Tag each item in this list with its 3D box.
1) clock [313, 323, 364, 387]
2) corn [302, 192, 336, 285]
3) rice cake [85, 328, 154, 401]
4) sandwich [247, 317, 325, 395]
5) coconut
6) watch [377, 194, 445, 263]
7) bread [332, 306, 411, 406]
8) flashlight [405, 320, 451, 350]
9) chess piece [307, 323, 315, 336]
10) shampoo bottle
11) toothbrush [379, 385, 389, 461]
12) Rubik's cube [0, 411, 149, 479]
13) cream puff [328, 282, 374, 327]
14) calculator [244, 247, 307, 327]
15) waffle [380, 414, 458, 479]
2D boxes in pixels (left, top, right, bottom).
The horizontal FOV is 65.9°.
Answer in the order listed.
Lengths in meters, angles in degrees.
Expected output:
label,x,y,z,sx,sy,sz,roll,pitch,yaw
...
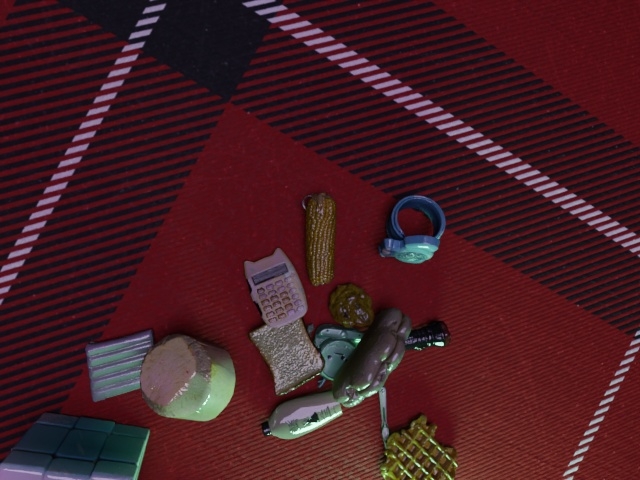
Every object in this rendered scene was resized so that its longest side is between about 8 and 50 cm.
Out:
label,x,y,z,sx,sy,sz,roll,pitch,yaw
clock,0.052,0.377,1.576,0.159,0.066,0.211,8,94,-11
corn,0.000,0.000,1.515,0.106,0.106,0.293,-1,96,-12
rice cake,-0.583,0.367,1.457,0.198,0.037,0.189,-6,96,-11
sandwich,-0.101,0.338,1.503,0.186,0.065,0.215,-29,77,-8
coconut,-0.368,0.389,1.409,0.239,0.244,0.239,-7,67,17
watch,0.285,-0.040,1.546,0.211,0.211,0.193,12,71,-12
bread,0.159,0.355,1.473,0.102,0.183,0.337,36,86,-5
flashlight,0.303,0.325,1.612,0.232,0.093,0.093,-12,97,-8
chess piece,-0.046,0.306,1.565,0.042,0.042,0.093,30,81,-12
shampoo bottle,-0.062,0.553,1.559,0.257,0.078,0.127,-18,108,-6
toothbrush,0.217,0.634,1.649,0.030,0.030,0.304,-5,95,-11
Rubik's cube,-0.668,0.689,1.323,0.316,0.322,0.319,14,91,-11
cream puff,0.100,0.211,1.548,0.146,0.116,0.146,-2,98,-13
calculator,-0.134,0.152,1.506,0.157,0.033,0.236,-21,79,-10
waffle,0.338,0.750,1.655,0.281,0.058,0.301,-22,99,-17
